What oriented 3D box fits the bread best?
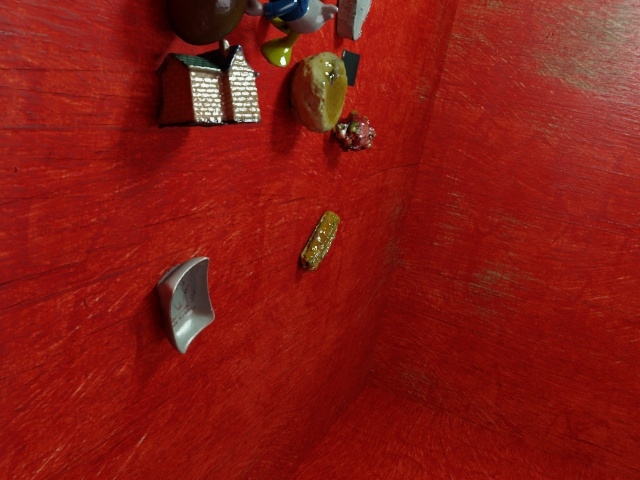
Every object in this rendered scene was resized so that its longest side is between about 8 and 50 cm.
[{"bbox_3d":[-0.012,-0.433,1.872,0.244,0.134,0.245,13,90,-71],"label":"bread"}]

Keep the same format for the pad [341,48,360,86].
[{"bbox_3d":[0.100,-0.603,2.250,0.193,0.004,0.116,-24,129,-67],"label":"pad"}]

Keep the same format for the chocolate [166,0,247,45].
[{"bbox_3d":[-0.225,-0.457,1.228,0.176,0.176,0.177,17,90,-72],"label":"chocolate"}]

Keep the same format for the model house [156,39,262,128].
[{"bbox_3d":[-0.238,-0.319,1.311,0.182,0.166,0.172,-16,106,-51],"label":"model house"}]

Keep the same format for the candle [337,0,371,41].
[{"bbox_3d":[0.107,-0.746,2.044,0.168,0.068,0.192,63,45,-69],"label":"candle"}]

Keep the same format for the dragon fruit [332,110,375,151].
[{"bbox_3d":[0.109,-0.381,2.266,0.207,0.133,0.150,-5,118,-60],"label":"dragon fruit"}]

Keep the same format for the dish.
[{"bbox_3d":[-0.329,0.147,1.533,0.151,0.077,0.213,-51,151,-46],"label":"dish"}]

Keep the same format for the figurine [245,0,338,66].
[{"bbox_3d":[-0.080,-0.576,1.415,0.338,0.283,0.205,-36,-127,49],"label":"figurine"}]

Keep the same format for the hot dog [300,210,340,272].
[{"bbox_3d":[0.000,0.000,2.374,0.269,0.072,0.115,-62,150,-30],"label":"hot dog"}]
